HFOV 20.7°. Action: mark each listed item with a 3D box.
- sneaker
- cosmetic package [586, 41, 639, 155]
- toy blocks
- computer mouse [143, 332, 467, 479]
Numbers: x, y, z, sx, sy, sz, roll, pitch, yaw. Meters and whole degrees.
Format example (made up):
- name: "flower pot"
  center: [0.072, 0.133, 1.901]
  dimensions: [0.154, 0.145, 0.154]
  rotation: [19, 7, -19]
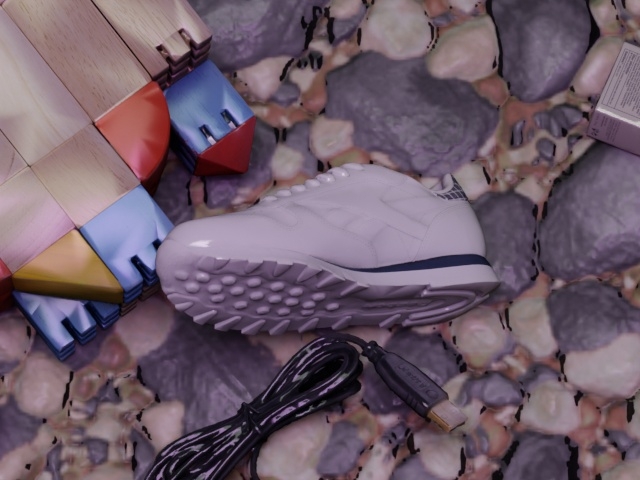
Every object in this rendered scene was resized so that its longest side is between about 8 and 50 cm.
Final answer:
- name: "sneaker"
  center: [0.000, 0.000, 1.080]
  dimensions: [0.235, 0.090, 0.095]
  rotation: [3, 65, -35]
- name: "cosmetic package"
  center: [0.243, -0.081, 1.166]
  dimensions: [0.115, 0.041, 0.060]
  rotation: [24, 69, 9]
- name: "toy blocks"
  center: [-0.190, -0.045, 1.096]
  dimensions: [0.381, 0.191, 0.261]
  rotation: [-37, 85, -14]
- name: "computer mouse"
  center: [0.033, 0.178, 1.046]
  dimensions: [0.184, 0.060, 0.262]
  rotation: [-40, 57, -11]
